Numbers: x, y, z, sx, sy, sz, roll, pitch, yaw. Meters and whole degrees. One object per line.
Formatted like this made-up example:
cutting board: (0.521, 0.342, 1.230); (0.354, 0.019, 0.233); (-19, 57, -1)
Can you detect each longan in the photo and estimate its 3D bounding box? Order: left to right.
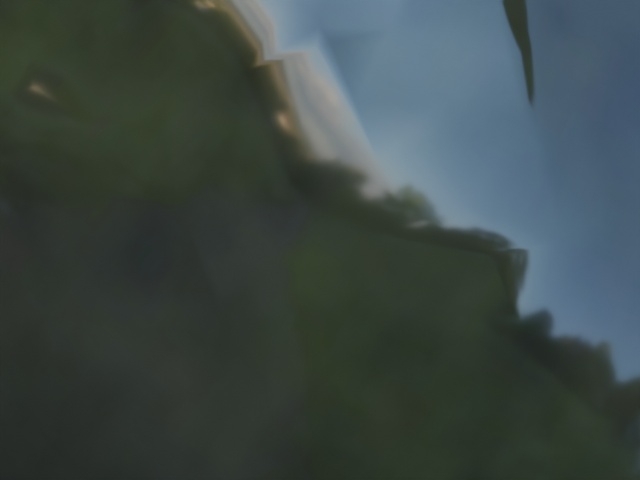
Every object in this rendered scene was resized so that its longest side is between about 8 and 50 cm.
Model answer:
longan: (0.000, 0.000, 0.566); (0.391, 0.391, 0.391); (53, -3, 4)
